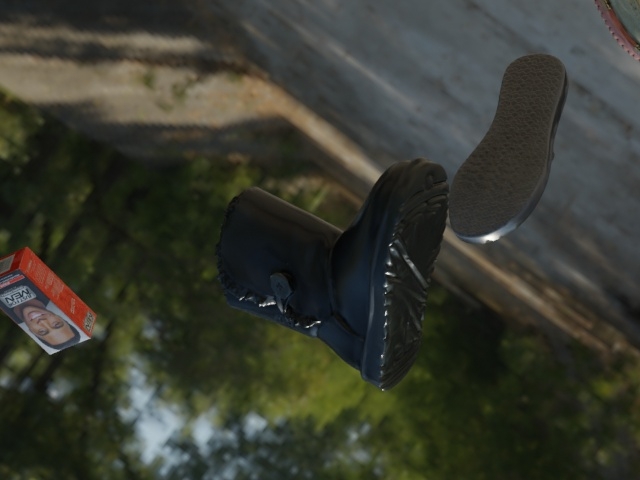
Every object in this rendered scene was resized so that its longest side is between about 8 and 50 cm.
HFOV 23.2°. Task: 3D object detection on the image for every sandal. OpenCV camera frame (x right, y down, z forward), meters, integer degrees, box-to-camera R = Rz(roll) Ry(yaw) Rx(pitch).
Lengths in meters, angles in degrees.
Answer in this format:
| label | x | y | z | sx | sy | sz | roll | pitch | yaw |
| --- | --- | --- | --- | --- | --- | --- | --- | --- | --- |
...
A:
| label | x | y | z | sx | sy | sz | roll | pitch | yaw |
| --- | --- | --- | --- | --- | --- | --- | --- | --- | --- |
| sandal | 0.217 | -0.094 | 1.695 | 0.097 | 0.254 | 0.054 | 10 | 147 | 29 |

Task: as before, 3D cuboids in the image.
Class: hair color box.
| label | x | y | z | sx | sy | sz | roll | pitch | yaw |
| --- | --- | --- | --- | --- | --- | --- | --- | --- | --- |
| hair color box | -0.356 | 0.077 | 1.967 | 0.141 | 0.072 | 0.043 | 48 | -148 | -33 |

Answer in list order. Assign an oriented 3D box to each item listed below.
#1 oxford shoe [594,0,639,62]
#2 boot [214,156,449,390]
| label | x | y | z | sx | sy | sz | roll | pitch | yaw |
| --- | --- | --- | --- | --- | --- | --- | --- | --- | --- |
| oxford shoe | 0.494 | -0.270 | 1.994 | 0.397 | 0.140 | 0.146 | 47 | 143 | -3 |
| boot | 0.000 | 0.000 | 1.408 | 0.207 | 0.094 | 0.246 | 28 | 133 | 25 |
